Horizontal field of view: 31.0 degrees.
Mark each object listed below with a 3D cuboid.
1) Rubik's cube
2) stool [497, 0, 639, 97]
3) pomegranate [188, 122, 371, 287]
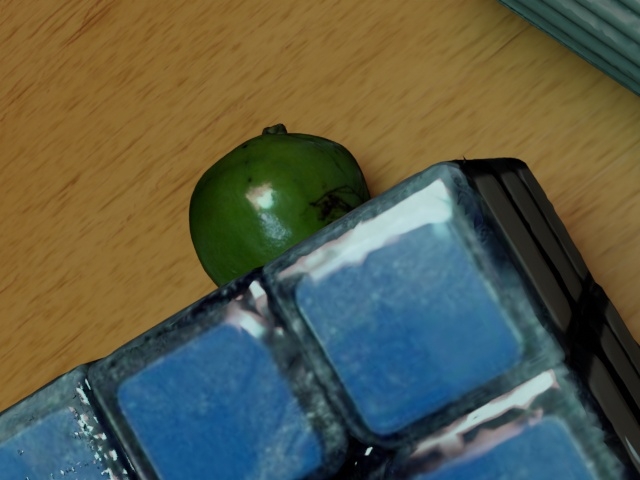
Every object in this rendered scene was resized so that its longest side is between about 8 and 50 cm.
[{"bbox_3d":[0.041,0.152,0.632,0.305,0.304,0.301,-30,86,18],"label":"Rubik's cube"},{"bbox_3d":[0.239,-0.230,0.715,0.297,0.297,0.330,-47,61,7],"label":"stool"},{"bbox_3d":[0.000,0.000,0.849,0.191,0.152,0.131,37,119,19],"label":"pomegranate"}]
